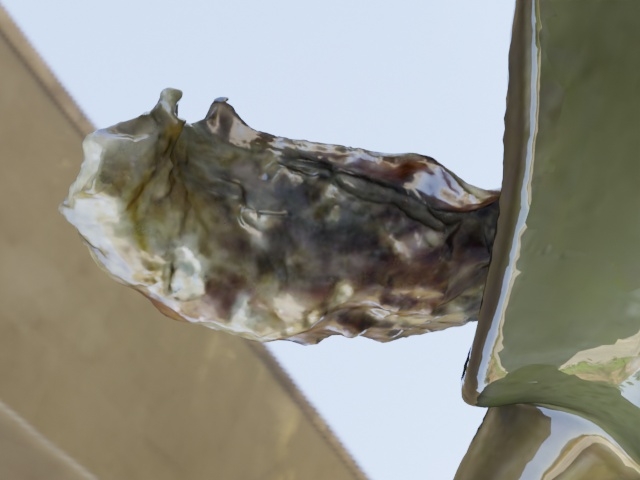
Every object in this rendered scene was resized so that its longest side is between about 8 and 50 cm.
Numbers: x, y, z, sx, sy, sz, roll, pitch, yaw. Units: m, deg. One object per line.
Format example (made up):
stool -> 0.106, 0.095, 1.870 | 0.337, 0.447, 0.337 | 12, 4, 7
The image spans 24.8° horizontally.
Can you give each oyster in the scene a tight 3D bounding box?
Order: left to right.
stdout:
oyster -> 0.002, 0.010, 0.859 | 0.275, 0.271, 0.100 | 79, 180, -57

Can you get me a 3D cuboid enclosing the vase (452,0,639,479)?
vase -> 0.152, 0.051, 0.387 | 0.329, 0.302, 0.241 | -63, -5, 20
